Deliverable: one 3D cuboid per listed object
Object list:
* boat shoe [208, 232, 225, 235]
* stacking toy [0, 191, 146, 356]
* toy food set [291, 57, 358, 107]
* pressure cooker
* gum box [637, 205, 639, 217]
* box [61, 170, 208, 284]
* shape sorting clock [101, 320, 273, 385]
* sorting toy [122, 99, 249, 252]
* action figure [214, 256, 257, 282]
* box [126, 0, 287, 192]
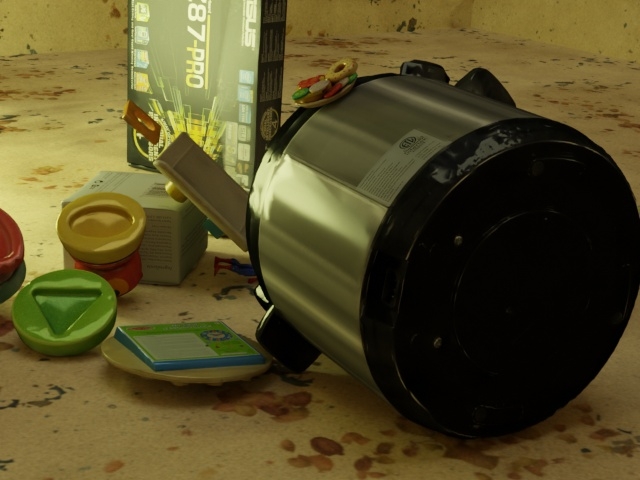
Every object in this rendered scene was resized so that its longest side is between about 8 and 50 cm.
[{"bbox_3d":[-0.218,-0.066,2.041,0.080,0.073,0.223,-15,25,-43],"label":"boat shoe"},{"bbox_3d":[-0.386,0.076,1.613,0.309,0.130,0.279,-1,44,-2],"label":"stacking toy"},{"bbox_3d":[0.005,-0.180,1.402,0.083,0.020,0.082,-18,28,15],"label":"toy food set"},{"bbox_3d":[0.119,-0.010,1.425,0.370,0.375,0.420,-11,23,-28],"label":"pressure cooker"},{"bbox_3d":[0.549,-0.011,1.979,0.107,0.062,0.188,17,23,37],"label":"gum box"},{"bbox_3d":[-0.274,-0.022,1.822,0.182,0.119,0.181,4,18,8],"label":"box"},{"bbox_3d":[-0.160,0.139,1.464,0.206,0.040,0.206,7,15,-2],"label":"shape sorting clock"},{"bbox_3d":[-0.166,-0.067,1.766,0.348,0.047,0.196,45,15,-9],"label":"sorting toy"},{"bbox_3d":[-0.099,0.045,1.785,0.115,0.030,0.038,5,23,-8],"label":"action figure"},{"bbox_3d":[-0.219,-0.309,2.276,0.318,0.395,0.097,14,19,29],"label":"box"}]
